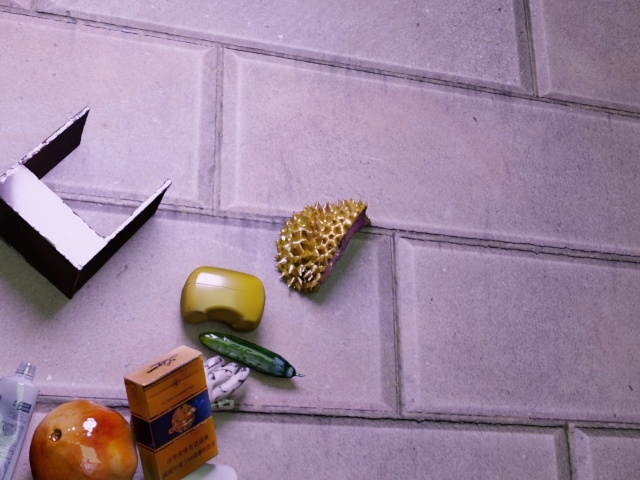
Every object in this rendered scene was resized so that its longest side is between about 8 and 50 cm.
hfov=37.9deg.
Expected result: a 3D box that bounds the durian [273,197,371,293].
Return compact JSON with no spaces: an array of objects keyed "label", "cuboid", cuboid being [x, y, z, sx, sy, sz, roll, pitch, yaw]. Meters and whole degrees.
[{"label":"durian","cuboid":[-0.007,-0.010,2.155,0.186,0.154,0.261,14,56,12]}]

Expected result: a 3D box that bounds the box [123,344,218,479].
[{"label":"box","cuboid":[-0.288,0.345,1.826,0.152,0.070,0.237,-27,117,-42]}]

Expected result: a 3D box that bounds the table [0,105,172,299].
[{"label":"table","cuboid":[-0.508,-0.080,1.952,0.250,0.196,0.282,41,60,-1]}]

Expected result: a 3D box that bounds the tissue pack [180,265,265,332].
[{"label":"tissue pack","cuboid":[-0.210,0.121,2.019,0.178,0.123,0.127,11,71,-15]}]

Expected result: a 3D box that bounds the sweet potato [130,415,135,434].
[{"label":"sweet potato","cuboid":[-0.372,0.358,1.925,0.034,0.034,0.095,21,54,-12]}]

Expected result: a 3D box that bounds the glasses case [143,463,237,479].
[{"label":"glasses case","cuboid":[-0.265,0.491,1.904,0.193,0.049,0.074,7,68,-16]}]

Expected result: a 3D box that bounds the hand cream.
[{"label":"hand cream","cuboid":[-0.631,0.399,1.808,0.124,0.078,0.341,22,73,-12]}]

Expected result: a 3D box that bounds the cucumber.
[{"label":"cucumber","cuboid":[-0.149,0.251,2.034,0.250,0.056,0.056,25,64,-9]}]

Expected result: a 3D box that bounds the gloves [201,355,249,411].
[{"label":"gloves","cuboid":[-0.245,0.300,1.954,0.212,0.111,0.128,-15,74,-17]}]

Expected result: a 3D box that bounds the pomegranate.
[{"label":"pomegranate","cuboid":[-0.454,0.412,1.782,0.209,0.209,0.209,7,69,-18]}]
